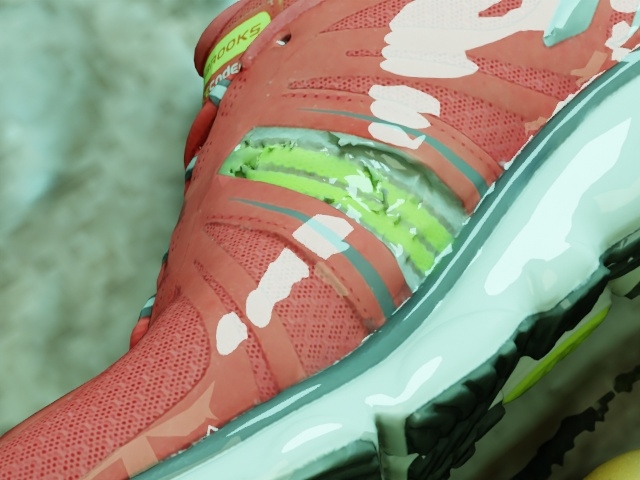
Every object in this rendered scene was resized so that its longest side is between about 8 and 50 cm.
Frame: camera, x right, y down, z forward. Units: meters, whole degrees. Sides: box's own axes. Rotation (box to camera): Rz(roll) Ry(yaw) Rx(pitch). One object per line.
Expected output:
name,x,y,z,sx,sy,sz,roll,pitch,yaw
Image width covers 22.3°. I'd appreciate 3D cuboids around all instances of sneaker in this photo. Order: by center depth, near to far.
sneaker,0.000,0.000,0.385,0.279,0.107,0.118,-38,72,-25

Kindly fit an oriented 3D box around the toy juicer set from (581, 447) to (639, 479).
toy juicer set,0.050,0.183,0.344,0.209,0.089,0.329,45,69,-3
